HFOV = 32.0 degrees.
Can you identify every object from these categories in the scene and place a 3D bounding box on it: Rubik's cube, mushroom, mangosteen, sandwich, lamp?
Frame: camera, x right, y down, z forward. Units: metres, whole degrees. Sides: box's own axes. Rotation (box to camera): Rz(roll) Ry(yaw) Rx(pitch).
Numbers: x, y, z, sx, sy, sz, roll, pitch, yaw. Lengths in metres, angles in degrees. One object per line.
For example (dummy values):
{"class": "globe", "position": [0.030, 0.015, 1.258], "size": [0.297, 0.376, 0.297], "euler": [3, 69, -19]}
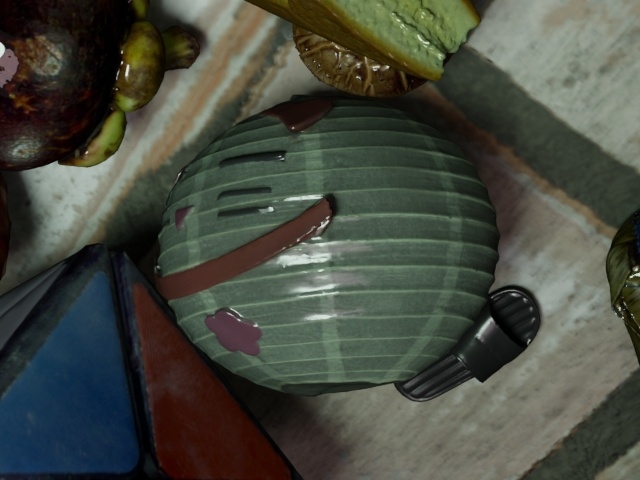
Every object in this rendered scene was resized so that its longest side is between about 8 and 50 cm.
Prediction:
{"class": "Rubik's cube", "position": [-0.230, 0.233, 0.869], "size": [0.310, 0.305, 0.307], "euler": [-25, 111, 29]}
{"class": "mushroom", "position": [0.042, -0.162, 0.807], "size": [0.109, 0.085, 0.126], "euler": [38, 86, 29]}
{"class": "mangosteen", "position": [-0.194, -0.143, 0.825], "size": [0.217, 0.192, 0.192], "euler": [6, 124, -21]}
{"class": "sandwich", "position": [-0.011, -0.194, 0.737], "size": [0.244, 0.088, 0.090], "euler": [32, 81, 23]}
{"class": "lamp", "position": [0.000, 0.000, 0.841], "size": [0.265, 0.233, 0.233], "euler": [-20, 116, 42]}

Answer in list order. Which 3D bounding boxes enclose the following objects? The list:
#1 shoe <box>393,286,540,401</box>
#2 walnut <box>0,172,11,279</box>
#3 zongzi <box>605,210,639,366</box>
{"class": "shoe", "position": [0.126, 0.104, 0.976], "size": [0.062, 0.053, 0.159], "euler": [45, 121, -12]}
{"class": "walnut", "position": [-0.395, -0.024, 0.882], "size": [0.268, 0.244, 0.222], "euler": [-6, 107, 16]}
{"class": "zongzi", "position": [0.286, 0.129, 0.923], "size": [0.260, 0.123, 0.289], "euler": [36, 124, -6]}
